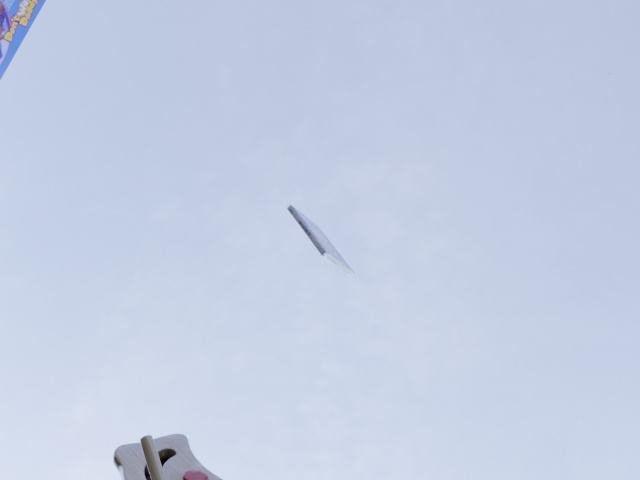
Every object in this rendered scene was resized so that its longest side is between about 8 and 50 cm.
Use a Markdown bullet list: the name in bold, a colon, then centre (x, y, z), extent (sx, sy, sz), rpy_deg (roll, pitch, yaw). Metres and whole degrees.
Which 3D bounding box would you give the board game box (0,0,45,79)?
- **board game box**: centre (-0.636, -0.447, 1.421), extent (0.078, 0.233, 0.347), rpy_deg (25, -97, 19)

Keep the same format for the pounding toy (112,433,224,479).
- **pounding toy**: centre (-0.134, 0.275, 0.845), extent (0.154, 0.269, 0.154), rpy_deg (5, -79, -26)

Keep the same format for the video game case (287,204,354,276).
- **video game case**: centre (0.000, 0.000, 1.206), extent (0.011, 0.087, 0.122), rpy_deg (-44, -132, 8)
